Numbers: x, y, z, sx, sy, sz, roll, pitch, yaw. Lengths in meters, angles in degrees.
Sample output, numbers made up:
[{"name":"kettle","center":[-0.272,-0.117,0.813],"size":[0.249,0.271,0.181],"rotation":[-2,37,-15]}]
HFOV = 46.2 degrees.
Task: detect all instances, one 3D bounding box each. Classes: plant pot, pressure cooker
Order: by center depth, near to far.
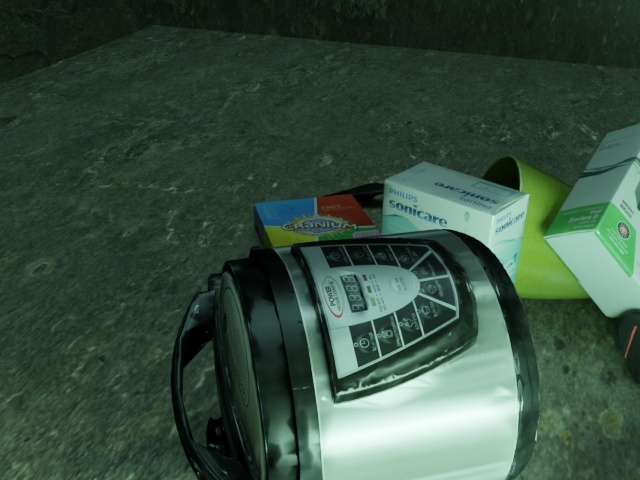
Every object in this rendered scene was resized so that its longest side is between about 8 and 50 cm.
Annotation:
[{"name":"pressure cooker","center":[0.021,0.183,0.975],"size":[0.421,0.375,0.370],"rotation":[-6,4,-13]},{"name":"plant pot","center":[0.455,0.007,1.469],"size":[0.294,0.274,0.274],"rotation":[17,26,-9]}]

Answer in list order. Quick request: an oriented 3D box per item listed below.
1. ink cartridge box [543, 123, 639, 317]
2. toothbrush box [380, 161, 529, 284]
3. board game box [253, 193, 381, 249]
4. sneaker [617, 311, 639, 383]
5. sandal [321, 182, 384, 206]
[{"name":"ink cartridge box","center":[0.554,-0.041,1.330],"size":[0.289,0.211,0.122],"rotation":[-52,18,-26]},{"name":"toothbrush box","center":[0.222,0.037,1.323],"size":[0.216,0.295,0.126],"rotation":[22,34,36]},{"name":"board game box","center":[0.000,0.000,1.632],"size":[0.242,0.064,0.316],"rotation":[-7,29,-14]},{"name":"sneaker","center":[0.633,0.219,1.217],"size":[0.136,0.115,0.314],"rotation":[-10,35,-40]},{"name":"sandal","center":[0.088,-0.106,1.877],"size":[0.179,0.040,0.067],"rotation":[-13,22,5]}]
